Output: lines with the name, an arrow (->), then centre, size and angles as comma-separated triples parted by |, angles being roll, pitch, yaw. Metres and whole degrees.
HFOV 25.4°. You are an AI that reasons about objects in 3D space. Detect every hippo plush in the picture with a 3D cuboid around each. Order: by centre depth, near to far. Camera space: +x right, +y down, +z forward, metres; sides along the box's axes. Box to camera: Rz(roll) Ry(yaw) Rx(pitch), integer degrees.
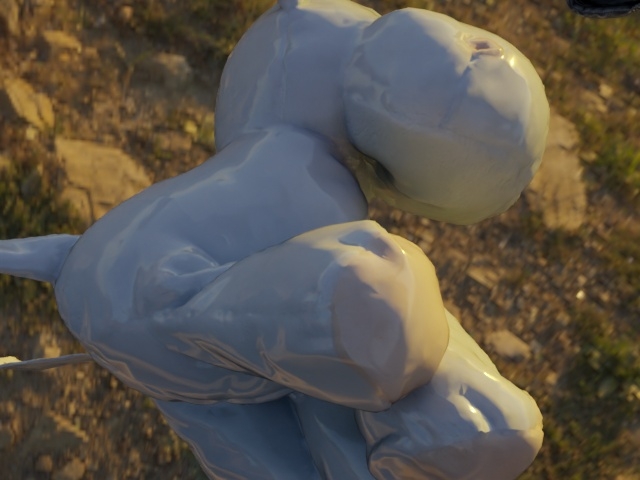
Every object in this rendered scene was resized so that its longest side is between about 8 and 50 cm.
hippo plush -> 0.000, 0.000, 0.735 | 0.294, 0.234, 0.236 | 9, 55, 28

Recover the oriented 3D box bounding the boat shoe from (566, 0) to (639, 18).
boat shoe -> 0.271, -0.206, 1.046 | 0.065, 0.183, 0.083 | 67, 28, -10
